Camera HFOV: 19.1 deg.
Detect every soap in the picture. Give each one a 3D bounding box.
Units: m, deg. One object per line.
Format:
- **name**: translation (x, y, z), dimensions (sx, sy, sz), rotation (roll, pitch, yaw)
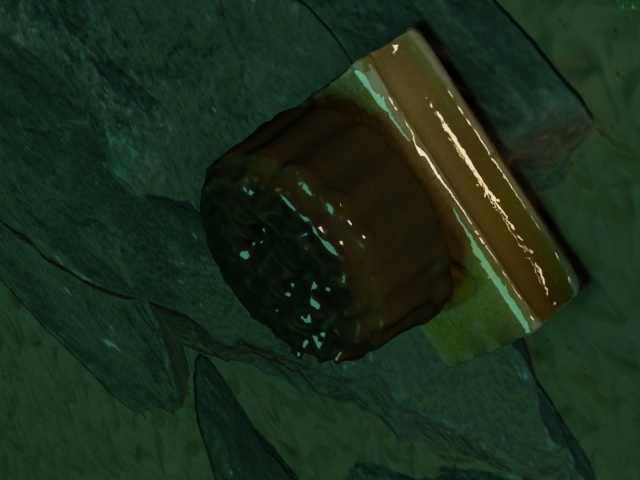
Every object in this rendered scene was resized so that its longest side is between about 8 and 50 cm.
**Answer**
- **soap**: translation (0.097, -0.033, 1.667), dimensions (0.274, 0.089, 0.173), rotation (56, 151, -1)

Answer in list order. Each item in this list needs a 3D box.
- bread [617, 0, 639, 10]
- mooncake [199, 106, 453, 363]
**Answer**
- **bread**: translation (0.246, -0.208, 1.271), dimensions (0.193, 0.036, 0.112), rotation (-164, 66, -65)
- **mooncake**: translation (0.000, 0.000, 1.628), dimensions (0.228, 0.124, 0.228), rotation (38, 148, 29)
